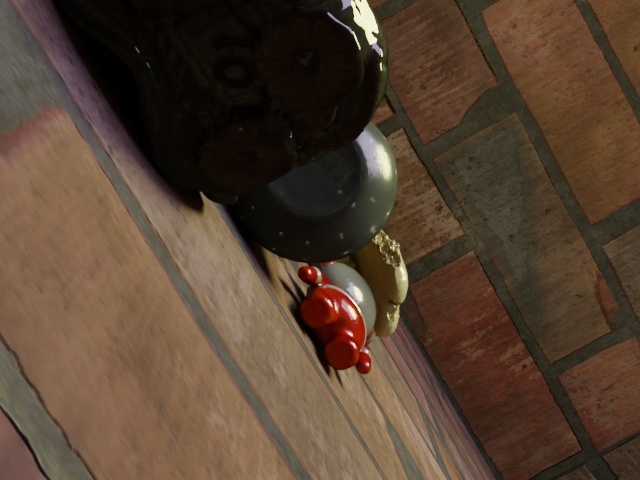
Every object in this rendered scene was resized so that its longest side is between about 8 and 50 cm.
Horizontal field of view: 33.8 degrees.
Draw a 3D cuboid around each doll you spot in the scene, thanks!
[{"bbox_3d":[0.022,0.080,1.242,0.142,0.076,0.245,61,8,-6],"label":"doll"}]

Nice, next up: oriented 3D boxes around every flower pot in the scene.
[{"bbox_3d":[-0.077,-0.183,0.895,0.301,0.213,0.302,59,4,-7],"label":"flower pot"}]

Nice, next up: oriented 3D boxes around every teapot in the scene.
[{"bbox_3d":[-0.013,-0.055,1.198,0.183,0.184,0.251,61,-6,6],"label":"teapot"}]

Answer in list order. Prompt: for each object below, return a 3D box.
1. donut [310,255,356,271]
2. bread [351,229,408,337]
[{"bbox_3d":[-0.002,-0.004,1.561,0.166,0.065,0.108,61,1,-37],"label":"donut"},{"bbox_3d":[0.065,0.044,1.605,0.251,0.039,0.181,-121,-148,-46],"label":"bread"}]
